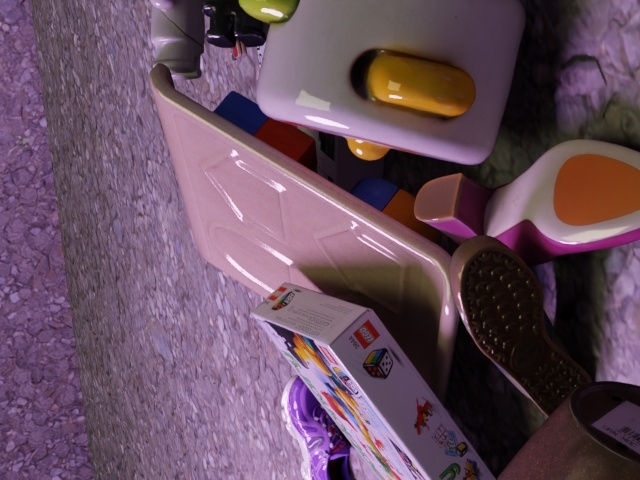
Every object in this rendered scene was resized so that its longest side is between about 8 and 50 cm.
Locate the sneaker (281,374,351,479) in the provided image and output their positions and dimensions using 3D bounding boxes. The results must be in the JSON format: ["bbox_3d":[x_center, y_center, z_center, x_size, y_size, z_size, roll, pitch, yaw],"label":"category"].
[{"bbox_3d":[0.007,0.239,1.509,0.071,0.068,0.170,0,111,53],"label":"sneaker"}]

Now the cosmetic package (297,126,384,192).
[{"bbox_3d":[0.017,-0.069,1.277,0.099,0.060,0.239,-128,32,-49],"label":"cosmetic package"}]

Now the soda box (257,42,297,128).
[{"bbox_3d":[-0.031,-0.200,1.317,0.058,0.063,0.183,-150,50,-62],"label":"soda box"}]

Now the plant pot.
[{"bbox_3d":[0.190,0.223,0.848,0.215,0.215,0.230,48,131,51],"label":"plant pot"}]

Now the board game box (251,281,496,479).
[{"bbox_3d":[0.072,0.177,1.116,0.305,0.053,0.193,54,165,-17],"label":"board game box"}]

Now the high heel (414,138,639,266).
[{"bbox_3d":[0.188,-0.012,0.909,0.244,0.117,0.082,-9,62,49],"label":"high heel"}]

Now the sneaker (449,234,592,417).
[{"bbox_3d":[0.140,0.058,0.951,0.192,0.064,0.086,53,179,-34],"label":"sneaker"}]

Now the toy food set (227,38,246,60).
[{"bbox_3d":[-0.114,-0.283,1.541,0.078,0.019,0.122,-145,46,-60],"label":"toy food set"}]

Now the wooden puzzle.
[{"bbox_3d":[0.000,0.000,1.147,0.348,0.080,0.322,36,160,18],"label":"wooden puzzle"}]

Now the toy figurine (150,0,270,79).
[{"bbox_3d":[-0.042,-0.224,1.097,0.209,0.213,0.148,-10,77,61],"label":"toy figurine"}]

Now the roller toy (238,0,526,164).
[{"bbox_3d":[0.053,-0.133,0.930,0.209,0.191,0.146,16,95,34],"label":"roller toy"}]
